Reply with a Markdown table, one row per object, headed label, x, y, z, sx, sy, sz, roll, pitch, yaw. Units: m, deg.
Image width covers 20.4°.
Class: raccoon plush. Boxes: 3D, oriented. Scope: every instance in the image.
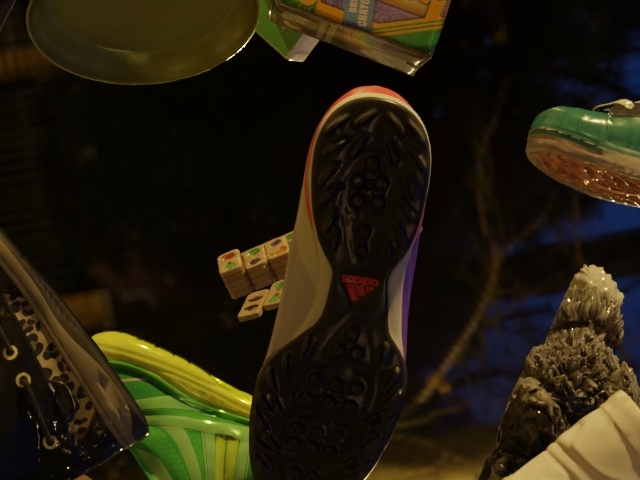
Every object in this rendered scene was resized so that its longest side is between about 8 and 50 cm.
| label | x | y | z | sx | sy | sz | roll | pitch | yaw |
| --- | --- | --- | --- | --- | --- | --- | --- | --- | --- |
| raccoon plush | 0.344 | 0.199 | 1.799 | 0.216 | 0.299 | 0.446 | 96 | 19 | -51 |

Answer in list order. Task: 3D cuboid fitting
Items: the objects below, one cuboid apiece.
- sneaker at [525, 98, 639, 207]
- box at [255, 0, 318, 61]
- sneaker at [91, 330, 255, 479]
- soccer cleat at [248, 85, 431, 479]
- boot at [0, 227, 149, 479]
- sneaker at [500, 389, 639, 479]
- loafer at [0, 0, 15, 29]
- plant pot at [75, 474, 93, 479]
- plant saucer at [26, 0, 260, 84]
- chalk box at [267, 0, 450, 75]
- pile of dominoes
| label | x | y | z | sx | sy | sz | roll | pitch | yaw |
| --- | --- | --- | --- | --- | --- | --- | --- | --- | --- |
| sneaker | 0.313 | -0.088 | 1.510 | 0.108 | 0.302 | 0.121 | 169 | -70 | -67 |
| box | -0.072 | -0.391 | 2.025 | 0.322 | 0.232 | 0.058 | 44 | 17 | 18 |
| sneaker | -0.081 | 0.185 | 1.472 | 0.123 | 0.295 | 0.109 | -62 | 174 | -5 |
| soccer cleat | 0.018 | 0.043 | 1.306 | 0.116 | 0.108 | 0.318 | -82 | -178 | -77 |
| boot | -0.249 | 0.086 | 1.179 | 0.236 | 0.178 | 0.085 | 51 | -7 | 3 |
| sneaker | 0.257 | 0.288 | 1.455 | 0.292 | 0.169 | 0.108 | 56 | -2 | -2 |
| loafer | -0.255 | -0.114 | 1.162 | 0.220 | 0.080 | 0.078 | -58 | -175 | -19 |
| plant pot | -0.280 | 0.316 | 1.543 | 0.263 | 0.263 | 0.229 | -133 | -125 | -73 |
| plant saucer | -0.184 | -0.243 | 1.842 | 0.241 | 0.241 | 0.037 | 97 | -12 | -60 |
| chalk box | 0.025 | -0.269 | 1.774 | 0.132 | 0.213 | 0.132 | 155 | -44 | -85 |
| pile of dominoes | 0.000 | 0.000 | 2.131 | 0.196 | 0.251 | 0.040 | -107 | 173 | -69 |
